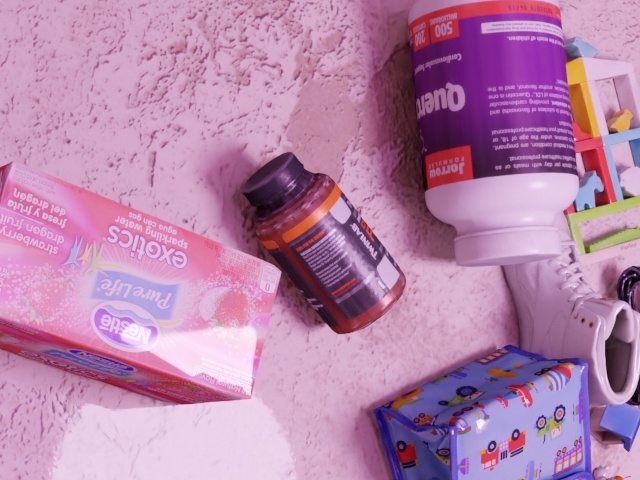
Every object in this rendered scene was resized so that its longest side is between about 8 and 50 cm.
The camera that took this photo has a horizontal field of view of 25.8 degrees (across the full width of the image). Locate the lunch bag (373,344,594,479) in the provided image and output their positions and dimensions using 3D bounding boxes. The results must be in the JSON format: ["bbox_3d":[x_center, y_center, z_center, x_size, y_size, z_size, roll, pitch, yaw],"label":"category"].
[{"bbox_3d":[0.207,0.300,1.625,0.221,0.138,0.293,-21,107,-34],"label":"lunch bag"}]

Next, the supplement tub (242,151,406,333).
[{"bbox_3d":[0.000,0.000,1.525,0.198,0.106,0.106,52,58,-17],"label":"supplement tub"}]

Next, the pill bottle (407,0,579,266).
[{"bbox_3d":[0.205,-0.136,1.644,0.181,0.181,0.323,0,82,-35],"label":"pill bottle"}]

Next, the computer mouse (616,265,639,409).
[{"bbox_3d":[0.524,0.122,1.819,0.272,0.072,0.188,-3,94,-12],"label":"computer mouse"}]

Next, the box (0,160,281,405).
[{"bbox_3d":[-0.209,0.051,1.343,0.300,0.154,0.142,23,70,-31],"label":"box"}]

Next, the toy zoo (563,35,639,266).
[{"bbox_3d":[0.364,-0.124,1.844,0.192,0.030,0.293,-15,90,-35],"label":"toy zoo"}]

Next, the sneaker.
[{"bbox_3d":[0.316,0.062,1.697,0.108,0.169,0.292,-4,83,-33],"label":"sneaker"}]

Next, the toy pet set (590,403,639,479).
[{"bbox_3d":[0.367,0.267,1.759,0.122,0.065,0.114,41,62,-23],"label":"toy pet set"}]
